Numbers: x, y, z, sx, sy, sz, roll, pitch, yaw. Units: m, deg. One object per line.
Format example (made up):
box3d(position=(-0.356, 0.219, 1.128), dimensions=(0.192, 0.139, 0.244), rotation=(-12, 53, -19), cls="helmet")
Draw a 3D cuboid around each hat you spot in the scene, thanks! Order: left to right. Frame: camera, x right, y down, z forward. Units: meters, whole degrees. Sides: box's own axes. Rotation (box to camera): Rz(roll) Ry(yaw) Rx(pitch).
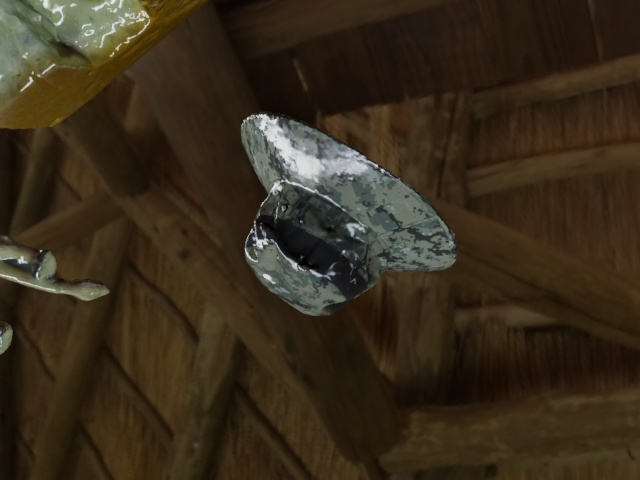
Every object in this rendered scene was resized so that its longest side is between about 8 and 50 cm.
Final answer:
box3d(position=(0.000, 0.000, 0.970), dimensions=(0.266, 0.265, 0.128), rotation=(14, -116, 41), cls="hat")

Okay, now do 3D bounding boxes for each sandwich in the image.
box3d(position=(-0.097, -0.164, 0.470), dimensions=(0.236, 0.122, 0.128), rotation=(-37, 180, 11), cls="sandwich")

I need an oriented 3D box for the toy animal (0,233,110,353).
box3d(position=(-0.167, 0.012, 0.353), dimensions=(0.086, 0.220, 0.069), rotation=(32, -75, 44), cls="toy animal")
